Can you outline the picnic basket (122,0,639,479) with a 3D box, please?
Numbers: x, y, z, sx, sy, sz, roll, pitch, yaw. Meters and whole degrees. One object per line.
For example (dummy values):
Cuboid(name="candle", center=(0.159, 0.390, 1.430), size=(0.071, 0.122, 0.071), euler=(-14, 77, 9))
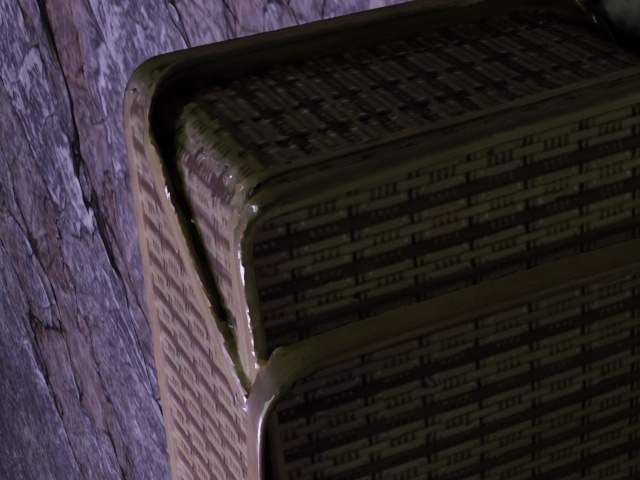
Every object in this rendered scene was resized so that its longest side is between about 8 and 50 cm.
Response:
Cuboid(name="picnic basket", center=(0.049, 0.055, 0.721), size=(0.175, 0.228, 0.312), euler=(-137, 37, -55))
